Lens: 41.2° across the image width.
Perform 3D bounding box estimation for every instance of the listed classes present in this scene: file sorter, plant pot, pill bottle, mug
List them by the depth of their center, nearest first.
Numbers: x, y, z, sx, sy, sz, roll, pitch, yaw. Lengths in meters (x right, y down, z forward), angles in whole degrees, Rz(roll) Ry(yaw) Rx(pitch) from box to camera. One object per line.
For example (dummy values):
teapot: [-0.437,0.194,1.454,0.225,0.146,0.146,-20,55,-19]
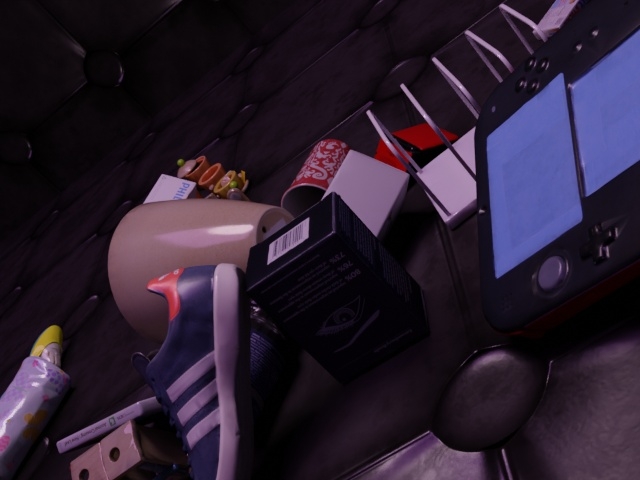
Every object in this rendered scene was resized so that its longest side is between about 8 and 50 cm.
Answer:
pill bottle: [-0.120,0.187,1.269,0.122,0.123,0.219,-14,37,47]
file sorter: [0.236,-0.196,1.281,0.277,0.173,0.193,-38,26,10]
plant pot: [-0.168,0.031,1.425,0.274,0.256,0.256,-14,37,37]
mug: [-0.009,-0.098,1.571,0.150,0.113,0.169,-24,28,33]

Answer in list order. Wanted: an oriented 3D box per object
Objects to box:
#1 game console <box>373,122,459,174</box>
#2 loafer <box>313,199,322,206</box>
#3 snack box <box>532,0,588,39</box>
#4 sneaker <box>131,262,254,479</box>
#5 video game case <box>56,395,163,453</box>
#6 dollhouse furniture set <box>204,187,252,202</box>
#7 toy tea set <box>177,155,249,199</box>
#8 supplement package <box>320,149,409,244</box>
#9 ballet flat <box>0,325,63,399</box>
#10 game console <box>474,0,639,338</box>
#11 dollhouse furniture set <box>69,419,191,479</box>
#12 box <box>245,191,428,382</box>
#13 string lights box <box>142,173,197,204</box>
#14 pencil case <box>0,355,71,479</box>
game console: [0.162,-0.147,1.501,0.144,0.085,0.124,-134,60,-66]
loafer: [0.000,0.000,1.458,0.220,0.080,0.078,-38,47,35]
snack box: [0.446,-0.426,1.503,0.178,0.022,0.064,-52,25,-18]
sneaker: [-0.169,0.206,1.110,0.148,0.350,0.131,-1,-7,5]
video game case: [-0.271,0.271,1.332,0.193,0.023,0.212,-29,-12,30]
dollhouse furniture set: [-0.169,-0.023,1.670,0.144,0.123,0.151,-34,27,21]
toy tea set: [-0.310,-0.133,2.053,0.200,0.124,0.336,-47,25,-7]
supplement package: [0.051,-0.029,1.313,0.179,0.105,0.105,-61,-12,-23]
ballet flat: [-0.640,0.301,1.948,0.077,0.077,0.231,6,54,33]
game console: [0.297,-0.106,0.973,0.342,0.060,0.387,-49,29,49]
dollhouse furniture set: [-0.253,0.377,1.213,0.129,0.129,0.184,-36,55,17]
box: [0.023,0.066,1.144,0.153,0.207,0.108,-33,27,19]
string lights box: [-0.297,0.013,1.677,0.260,0.076,0.133,96,-169,-46]
pencil case: [-0.629,0.371,1.750,0.124,0.113,0.273,4,48,30]
